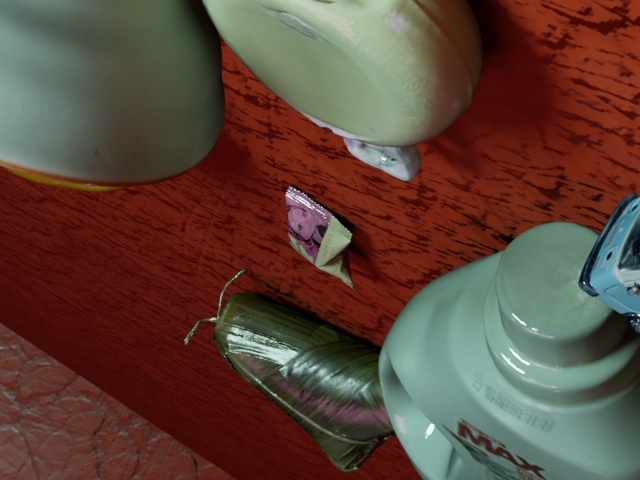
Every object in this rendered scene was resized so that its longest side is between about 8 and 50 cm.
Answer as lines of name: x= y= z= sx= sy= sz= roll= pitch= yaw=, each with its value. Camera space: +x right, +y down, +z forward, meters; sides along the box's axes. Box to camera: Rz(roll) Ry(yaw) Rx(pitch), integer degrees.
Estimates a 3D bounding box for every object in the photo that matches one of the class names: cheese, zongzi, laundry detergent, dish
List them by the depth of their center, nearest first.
dish: x=-0.141 y=-0.141 z=0.826 sx=0.260 sy=0.085 sz=0.260 roll=26 pitch=-151 yaw=-16
cheese: x=0.016 y=-0.084 z=0.843 sx=0.137 sy=0.064 sz=0.227 roll=30 pitch=167 yaw=20
laundry detergent: x=0.137 y=0.095 z=1.053 sx=0.264 sy=0.124 sz=0.398 roll=29 pitch=164 yaw=23
zongzi: x=0.004 y=0.093 z=1.453 sx=0.187 sy=0.084 sz=0.184 roll=40 pitch=151 yaw=-7

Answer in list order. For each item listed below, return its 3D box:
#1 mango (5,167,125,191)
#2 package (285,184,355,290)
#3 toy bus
mango: x=-0.159 y=-0.083 z=1.168 sx=0.159 sy=0.105 sz=0.084 roll=12 pitch=131 yaw=27
package: x=0.000 y=0.000 z=1.227 sx=0.059 sy=0.029 sz=0.083 roll=36 pitch=157 yaw=20
toy bus: x=0.190 y=0.025 z=0.827 sx=0.123 sy=0.060 sz=0.075 roll=33 pitch=162 yaw=-5
